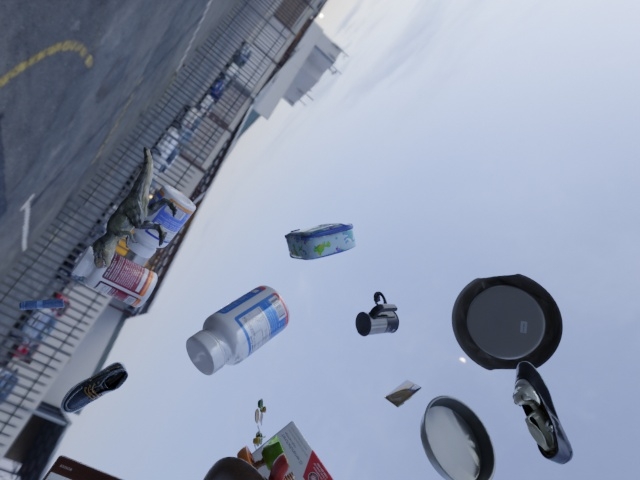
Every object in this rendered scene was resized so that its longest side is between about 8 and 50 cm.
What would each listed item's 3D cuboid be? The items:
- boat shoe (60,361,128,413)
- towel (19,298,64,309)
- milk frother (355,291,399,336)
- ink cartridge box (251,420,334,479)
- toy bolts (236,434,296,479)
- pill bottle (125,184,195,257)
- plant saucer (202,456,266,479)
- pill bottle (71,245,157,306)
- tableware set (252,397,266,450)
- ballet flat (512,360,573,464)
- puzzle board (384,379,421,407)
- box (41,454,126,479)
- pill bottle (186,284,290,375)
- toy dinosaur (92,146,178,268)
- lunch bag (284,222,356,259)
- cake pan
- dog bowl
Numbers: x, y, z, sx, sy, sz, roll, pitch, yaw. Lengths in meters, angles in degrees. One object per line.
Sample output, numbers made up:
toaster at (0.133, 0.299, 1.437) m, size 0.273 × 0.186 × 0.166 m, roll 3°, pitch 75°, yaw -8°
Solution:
boat shoe at (-0.618, 0.406, 1.165) m, size 0.183 × 0.065 × 0.083 m, roll -38°, pitch -162°, yaw -27°
towel at (-0.883, 0.202, 1.353) m, size 0.067 × 0.120 × 0.029 m, roll -12°, pitch -101°, yaw 58°
milk frother at (0.187, 0.255, 1.499) m, size 0.143 × 0.135 × 0.129 m, roll 32°, pitch -67°, yaw 51°
ink cartridge box at (-0.130, 0.661, 1.151) m, size 0.273 × 0.197 × 0.114 m, roll -33°, pitch 161°, yaw -21°
toy bolts at (-0.125, 0.575, 0.951) m, size 0.159 × 0.218 × 0.228 m, roll -24°, pitch 167°, yaw -15°
pill bottle at (-0.628, -0.069, 1.661) m, size 0.272 × 0.152 × 0.152 m, roll -50°, pitch -158°, yaw 3°
plant saucer at (-0.168, 0.596, 0.834) m, size 0.311 × 0.050 × 0.310 m, roll -1°, pitch -92°, yaw 42°
pill bottle at (-0.439, 0.075, 0.914) m, size 0.086 × 0.152 × 0.086 m, roll -37°, pitch -147°, yaw 30°
tableware set at (-0.201, 0.614, 1.423) m, size 0.024 × 0.103 × 0.154 m, roll -4°, pitch -148°, yaw 5°
ballet flat at (0.438, 0.343, 0.865) m, size 0.074 × 0.074 × 0.203 m, roll -39°, pitch -133°, yaw 34°
puzzle board at (0.258, 0.480, 1.337) m, size 0.096 × 0.011 × 0.128 m, roll -33°, pitch 178°, yaw -12°
box at (-0.389, 0.491, 0.695) m, size 0.168 × 0.167 × 0.203 m, roll -69°, pitch 178°, yaw -46°
pill bottle at (-0.183, 0.199, 0.951) m, size 0.124 × 0.124 × 0.222 m, roll -32°, pitch 178°, yaw 44°
toy dinosaur at (-0.364, -0.057, 0.879) m, size 0.064 × 0.118 × 0.268 m, roll -20°, pitch -132°, yaw 65°
lunch bag at (0.000, 0.000, 1.302) m, size 0.176 × 0.090 × 0.219 m, roll -13°, pitch -175°, yaw -21°
cake pan at (0.448, 0.665, 1.411) m, size 0.054 × 0.293 × 0.293 m, roll -52°, pitch -162°, yaw 40°
dog bowl at (0.647, 0.284, 1.491) m, size 0.349 × 0.102 × 0.348 m, roll -5°, pitch -99°, yaw 28°
